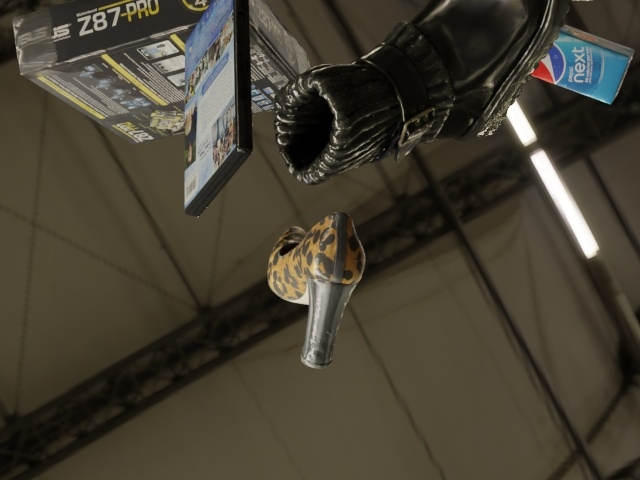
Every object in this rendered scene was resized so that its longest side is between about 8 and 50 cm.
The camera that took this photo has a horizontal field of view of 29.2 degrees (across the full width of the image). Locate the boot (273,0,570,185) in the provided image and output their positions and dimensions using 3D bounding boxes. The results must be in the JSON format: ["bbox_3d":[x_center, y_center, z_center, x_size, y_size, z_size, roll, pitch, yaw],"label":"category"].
[{"bbox_3d":[0.102,-0.201,1.289,0.260,0.348,0.131,-13,-126,-26],"label":"boot"}]

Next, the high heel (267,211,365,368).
[{"bbox_3d":[0.000,0.000,1.426,0.093,0.186,0.261,4,-149,-12],"label":"high heel"}]

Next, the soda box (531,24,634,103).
[{"bbox_3d":[0.295,-0.249,1.600,0.210,0.067,0.071,22,-157,12],"label":"soda box"}]

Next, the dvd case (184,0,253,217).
[{"bbox_3d":[-0.125,-0.178,1.481,0.022,0.180,0.253,9,-117,-24],"label":"dvd case"}]

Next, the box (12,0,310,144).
[{"bbox_3d":[-0.209,-0.259,1.784,0.395,0.318,0.097,33,-137,-72],"label":"box"}]
